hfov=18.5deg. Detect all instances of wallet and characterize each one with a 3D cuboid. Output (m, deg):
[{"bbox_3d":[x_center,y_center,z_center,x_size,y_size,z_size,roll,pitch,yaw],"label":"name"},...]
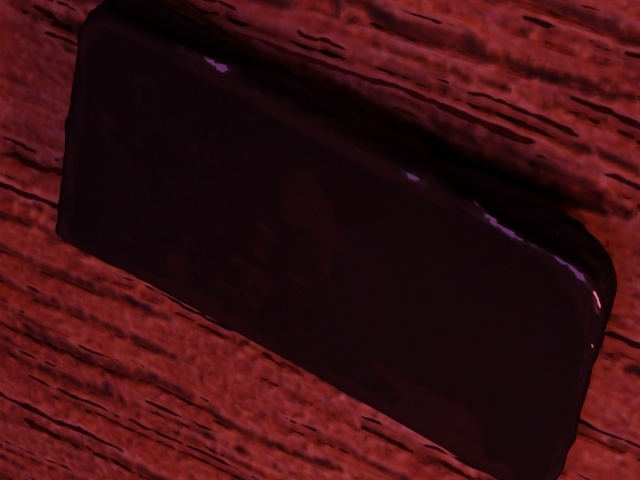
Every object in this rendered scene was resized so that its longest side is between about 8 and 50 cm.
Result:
[{"bbox_3d":[0.000,0.000,0.976,0.309,0.042,0.165,28,130,21],"label":"wallet"}]
